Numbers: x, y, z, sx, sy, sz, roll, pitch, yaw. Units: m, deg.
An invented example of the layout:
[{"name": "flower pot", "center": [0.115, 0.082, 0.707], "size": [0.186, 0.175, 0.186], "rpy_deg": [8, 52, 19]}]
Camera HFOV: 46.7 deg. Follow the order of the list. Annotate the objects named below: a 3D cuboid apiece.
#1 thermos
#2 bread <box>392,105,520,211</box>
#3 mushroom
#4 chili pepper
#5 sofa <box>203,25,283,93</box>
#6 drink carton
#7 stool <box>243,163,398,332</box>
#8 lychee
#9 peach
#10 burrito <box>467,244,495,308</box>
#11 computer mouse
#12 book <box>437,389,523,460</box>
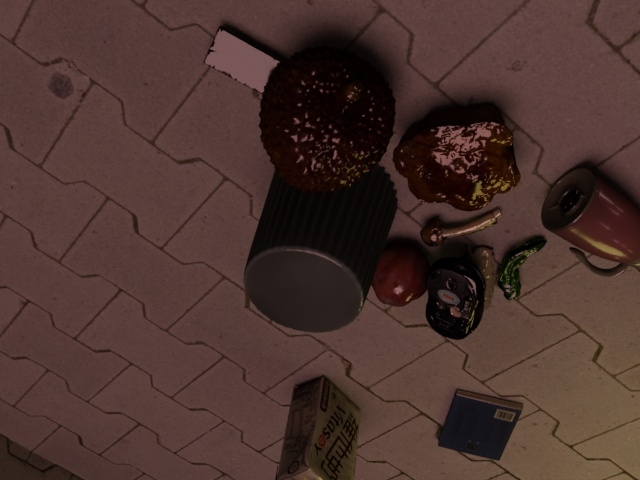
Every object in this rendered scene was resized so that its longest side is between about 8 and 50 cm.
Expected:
[{"name": "thermos", "center": [0.598, -0.016, 1.545], "size": [0.265, 0.146, 0.176], "rpy_deg": [30, 126, -19]}, {"name": "bread", "center": [0.276, -0.162, 1.506], "size": [0.247, 0.135, 0.232], "rpy_deg": [-7, 129, 21]}, {"name": "mushroom", "center": [0.316, -0.035, 1.673], "size": [0.187, 0.061, 0.060], "rpy_deg": [-17, 139, 14]}, {"name": "chili pepper", "center": [0.454, 0.060, 1.713], "size": [0.073, 0.050, 0.182], "rpy_deg": [21, 131, 6]}, {"name": "sofa", "center": [-0.153, -0.368, 1.506], "size": [0.147, 0.060, 0.085], "rpy_deg": [27, 116, -9]}, {"name": "drink carton", "center": [0.003, 0.576, 2.117], "size": [0.132, 0.324, 0.194], "rpy_deg": [-29, 120, 30]}, {"name": "stool", "center": [0.000, 0.000, 1.596], "size": [0.297, 0.330, 0.297], "rpy_deg": [8, 132, 8]}, {"name": "lychee", "center": [0.006, -0.232, 1.430], "size": [0.276, 0.275, 0.304], "rpy_deg": [29, 157, -10]}, {"name": "peach", "center": [0.194, 0.078, 1.748], "size": [0.152, 0.152, 0.152], "rpy_deg": [8, 132, 9]}, {"name": "burrito", "center": [0.380, 0.108, 1.777], "size": [0.058, 0.063, 0.229], "rpy_deg": [32, 140, 45]}, {"name": "computer mouse", "center": [0.317, 0.125, 1.726], "size": [0.137, 0.096, 0.233], "rpy_deg": [31, 138, 27]}, {"name": "book", "center": [0.460, 0.540, 2.156], "size": [0.191, 0.025, 0.269], "rpy_deg": [12, 133, 7]}]
